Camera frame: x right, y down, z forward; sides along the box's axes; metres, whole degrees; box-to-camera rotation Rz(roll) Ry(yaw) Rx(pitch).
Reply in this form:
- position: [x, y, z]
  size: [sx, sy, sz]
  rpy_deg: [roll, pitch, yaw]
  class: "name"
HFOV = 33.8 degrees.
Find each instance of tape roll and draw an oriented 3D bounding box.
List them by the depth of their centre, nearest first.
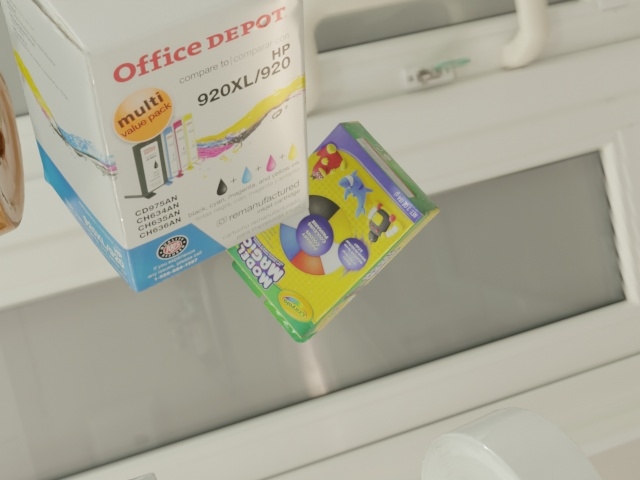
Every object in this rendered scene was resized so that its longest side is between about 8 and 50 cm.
- position: [0.246, 0.355, 1.303]
  size: [0.286, 0.100, 0.286]
  rpy_deg: [39, 138, 47]
  class: "tape roll"

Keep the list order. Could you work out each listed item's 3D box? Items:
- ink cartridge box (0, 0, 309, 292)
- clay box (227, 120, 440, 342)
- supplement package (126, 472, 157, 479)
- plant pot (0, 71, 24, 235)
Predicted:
- position: [-0.122, -0.119, 0.808]
  size: [0.168, 0.171, 0.232]
  rpy_deg: [46, 152, 35]
  class: "ink cartridge box"
- position: [0.000, 0.000, 1.080]
  size: [0.127, 0.053, 0.222]
  rpy_deg: [48, 114, 12]
  class: "clay box"
- position: [-0.371, 0.481, 1.622]
  size: [0.204, 0.262, 0.145]
  rpy_deg: [-35, 77, 61]
  class: "supplement package"
- position: [-0.458, -0.096, 1.191]
  size: [0.291, 0.204, 0.290]
  rpy_deg: [173, 90, -86]
  class: "plant pot"
